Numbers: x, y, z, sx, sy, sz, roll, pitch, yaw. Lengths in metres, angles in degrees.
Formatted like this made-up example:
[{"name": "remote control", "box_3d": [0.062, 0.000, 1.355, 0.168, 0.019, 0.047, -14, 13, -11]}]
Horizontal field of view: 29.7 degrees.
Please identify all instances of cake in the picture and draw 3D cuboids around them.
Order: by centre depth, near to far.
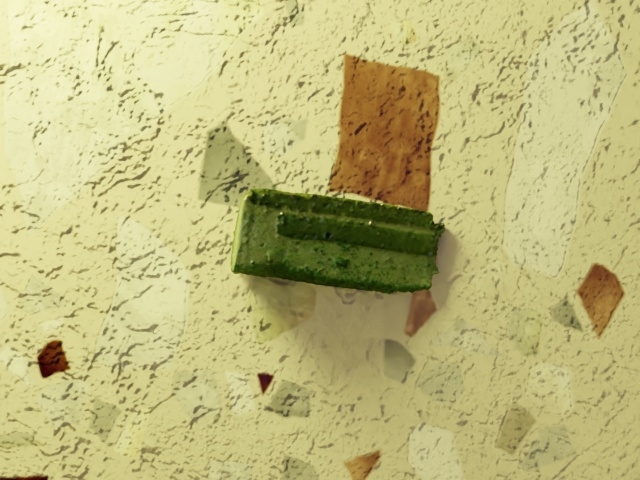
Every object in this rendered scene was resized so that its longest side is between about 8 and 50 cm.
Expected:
[{"name": "cake", "box_3d": [0.016, 0.002, 1.334, 0.235, 0.099, 0.100, 7, 88, 7]}]
